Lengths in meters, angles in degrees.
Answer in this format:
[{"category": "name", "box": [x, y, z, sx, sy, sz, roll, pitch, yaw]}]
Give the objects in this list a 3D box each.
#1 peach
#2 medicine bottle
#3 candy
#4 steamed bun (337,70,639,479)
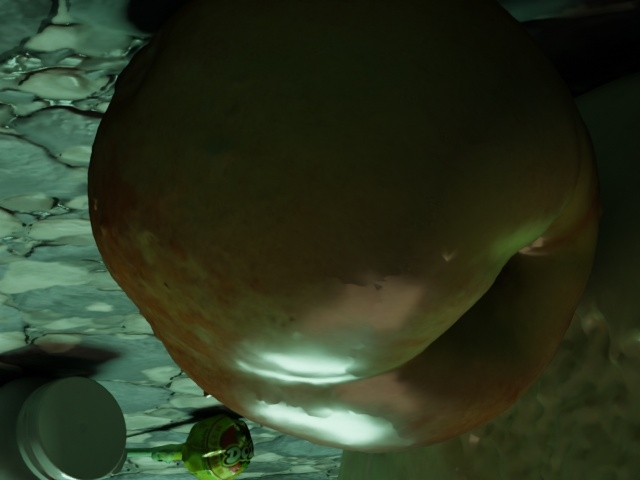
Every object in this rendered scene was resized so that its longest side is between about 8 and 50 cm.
[{"category": "peach", "box": [0.002, -0.026, 0.738, 0.233, 0.232, 0.232, -4, 161, -1]}, {"category": "medicine bottle", "box": [-0.235, 0.164, 1.335, 0.107, 0.107, 0.191, 12, 155, -40]}, {"category": "candy", "box": [-0.142, 0.183, 1.519, 0.194, 0.058, 0.062, -6, -165, 35]}, {"category": "steamed bun", "box": [0.221, 0.096, 0.916, 0.371, 0.290, 0.456, 5, 130, -39]}]
